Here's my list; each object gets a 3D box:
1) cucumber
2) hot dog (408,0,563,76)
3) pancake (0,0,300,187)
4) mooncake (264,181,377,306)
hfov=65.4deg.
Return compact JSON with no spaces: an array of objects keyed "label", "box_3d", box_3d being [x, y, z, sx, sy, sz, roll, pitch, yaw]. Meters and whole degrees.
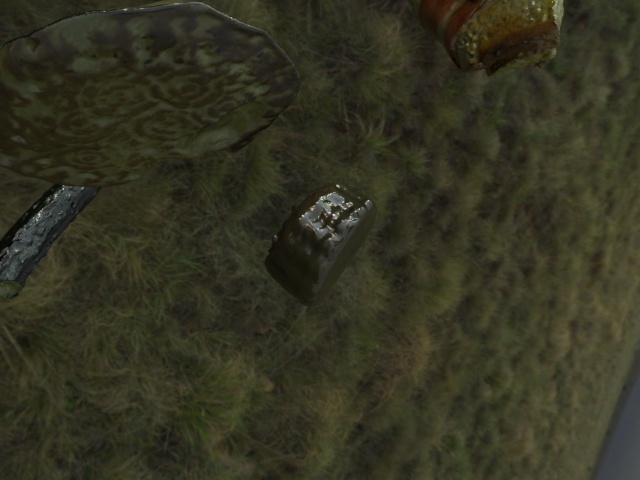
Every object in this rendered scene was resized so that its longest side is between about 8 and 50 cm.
[{"label":"cucumber","box_3d":[-0.485,-0.040,0.891,0.081,0.072,0.303,88,21,-57]},{"label":"hot dog","box_3d":[0.173,-0.246,0.522,0.093,0.261,0.123,10,136,-33]},{"label":"pancake","box_3d":[-0.127,-0.096,0.370,0.235,0.029,0.212,-14,166,-16]},{"label":"mooncake","box_3d":[0.000,0.000,0.899,0.228,0.124,0.228,-52,167,-17]}]
